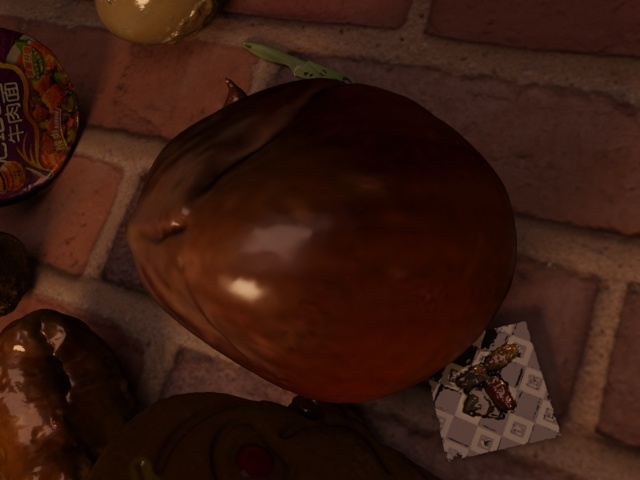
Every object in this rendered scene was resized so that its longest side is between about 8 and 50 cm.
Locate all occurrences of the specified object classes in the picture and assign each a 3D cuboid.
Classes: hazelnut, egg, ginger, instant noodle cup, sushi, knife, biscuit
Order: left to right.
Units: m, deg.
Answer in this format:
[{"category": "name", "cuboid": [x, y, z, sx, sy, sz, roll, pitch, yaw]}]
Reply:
[{"category": "instant noodle cup", "cuboid": [-0.517, -0.192, 0.932, 0.190, 0.251, 0.251, 20, 78, 32]}, {"category": "ginger", "cuboid": [-0.292, 0.238, 0.750, 0.165, 0.172, 0.321, -18, 67, -30]}, {"category": "egg", "cuboid": [-0.238, -0.372, 0.942, 0.201, 0.164, 0.164, -24, 66, 8]}, {"category": "knife", "cuboid": [-0.034, -0.250, 0.912, 0.207, 0.014, 0.030, 26, 79, 23]}, {"category": "biscuit", "cuboid": [-0.019, 0.262, 0.583, 0.394, 0.070, 0.350, 17, 33, -3]}, {"category": "hazelnut", "cuboid": [0.000, 0.000, 0.631, 0.372, 0.372, 0.315, 13, 103, 21]}, {"category": "sushi", "cuboid": [0.181, 0.163, 0.690, 0.120, 0.026, 0.126, -15, 72, 9]}]

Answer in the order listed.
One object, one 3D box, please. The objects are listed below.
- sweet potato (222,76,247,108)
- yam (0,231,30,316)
[{"category": "sweet potato", "cuboid": [-0.107, -0.104, 0.863, 0.068, 0.068, 0.226, 1, 90, 18]}, {"category": "yam", "cuboid": [-0.530, 0.037, 0.907, 0.238, 0.128, 0.129, 5, 107, 24]}]
